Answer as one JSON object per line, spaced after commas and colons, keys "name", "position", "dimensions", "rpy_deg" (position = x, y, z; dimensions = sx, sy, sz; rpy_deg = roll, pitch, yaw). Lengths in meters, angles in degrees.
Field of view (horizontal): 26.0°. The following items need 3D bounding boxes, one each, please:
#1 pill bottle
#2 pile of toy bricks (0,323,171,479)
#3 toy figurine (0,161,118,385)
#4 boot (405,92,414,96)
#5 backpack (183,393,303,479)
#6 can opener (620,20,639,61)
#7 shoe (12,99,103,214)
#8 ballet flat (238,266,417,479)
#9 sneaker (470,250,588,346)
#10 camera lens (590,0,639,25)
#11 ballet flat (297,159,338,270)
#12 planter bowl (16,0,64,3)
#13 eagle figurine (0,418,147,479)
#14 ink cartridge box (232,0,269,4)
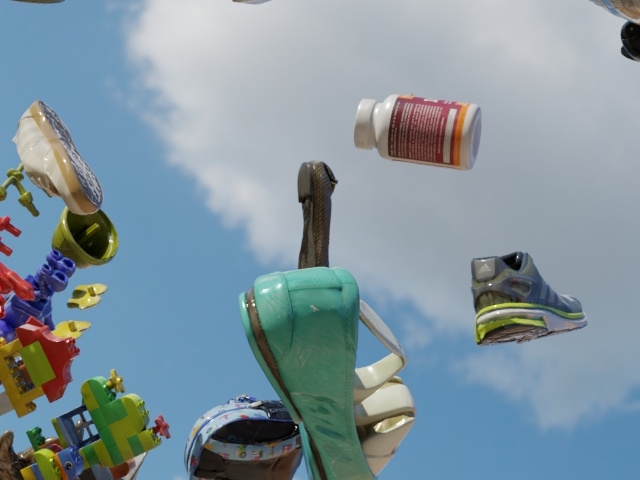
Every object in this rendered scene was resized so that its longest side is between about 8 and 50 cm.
{"name": "pill bottle", "position": [0.123, -0.139, 1.752], "dimensions": [0.152, 0.086, 0.086], "rpy_deg": [9, -41, 14]}
{"name": "pile of toy bricks", "position": [-0.170, 0.156, 1.077], "dimensions": [0.105, 0.118, 0.212], "rpy_deg": [-26, -90, 12]}
{"name": "toy figurine", "position": [-0.398, 0.078, 1.716], "dimensions": [0.191, 0.362, 0.217], "rpy_deg": [35, -69, -11]}
{"name": "boot", "position": [0.122, -0.156, 2.001], "dimensions": [0.059, 0.084, 0.158], "rpy_deg": [51, 8, -16]}
{"name": "backpack", "position": [-0.116, 0.292, 1.909], "dimensions": [0.117, 0.173, 0.158], "rpy_deg": [37, -68, 48]}
{"name": "can opener", "position": [0.451, -0.242, 1.658], "dimensions": [0.186, 0.073, 0.059], "rpy_deg": [0, -83, 22]}
{"name": "shoe", "position": [-0.293, -0.081, 1.520], "dimensions": [0.076, 0.058, 0.219], "rpy_deg": [51, 1, -37]}
{"name": "ballet flat", "position": [0.017, 0.102, 0.882], "dimensions": [0.087, 0.083, 0.247], "rpy_deg": [-14, -39, 2]}
{"name": "sneaker", "position": [0.290, 0.076, 1.924], "dimensions": [0.111, 0.300, 0.121], "rpy_deg": [-16, -100, 23]}
{"name": "camera lens", "position": [0.436, -0.333, 1.533], "dimensions": [0.274, 0.219, 0.219], "rpy_deg": [27, -29, 51]}
{"name": "ballet flat", "position": [0.000, 0.000, 2.130], "dimensions": [0.058, 0.250, 0.084], "rpy_deg": [2, -10, -23]}
{"name": "planter bowl", "position": [-0.462, -0.409, 1.967], "dimensions": [0.217, 0.217, 0.090], "rpy_deg": [22, -72, 24]}
{"name": "eagle figurine", "position": [-0.199, 0.317, 1.151], "dimensions": [0.298, 0.225, 0.226], "rpy_deg": [57, 9, 11]}
{"name": "ink cartridge box", "position": [-0.039, -0.352, 1.554], "dimensions": [0.179, 0.045, 0.145], "rpy_deg": [-7, -95, 54]}
